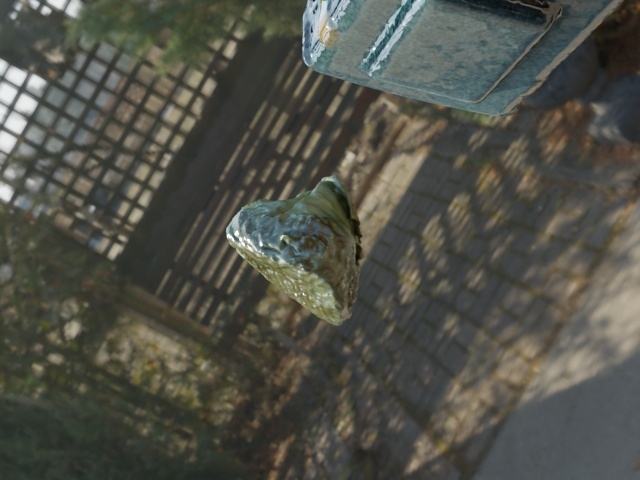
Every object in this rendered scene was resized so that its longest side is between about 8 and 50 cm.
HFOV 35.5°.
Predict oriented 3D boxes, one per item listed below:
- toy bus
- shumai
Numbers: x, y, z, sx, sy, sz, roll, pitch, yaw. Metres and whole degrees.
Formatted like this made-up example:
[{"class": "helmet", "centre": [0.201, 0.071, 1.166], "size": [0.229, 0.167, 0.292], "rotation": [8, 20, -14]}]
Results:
[{"class": "toy bus", "centre": [0.105, -0.216, 0.520], "size": [0.323, 0.162, 0.194], "rotation": [130, 148, -62]}, {"class": "shumai", "centre": [0.003, 0.000, 1.148], "size": [0.142, 0.184, 0.184], "rotation": [-53, 12, -15]}]
